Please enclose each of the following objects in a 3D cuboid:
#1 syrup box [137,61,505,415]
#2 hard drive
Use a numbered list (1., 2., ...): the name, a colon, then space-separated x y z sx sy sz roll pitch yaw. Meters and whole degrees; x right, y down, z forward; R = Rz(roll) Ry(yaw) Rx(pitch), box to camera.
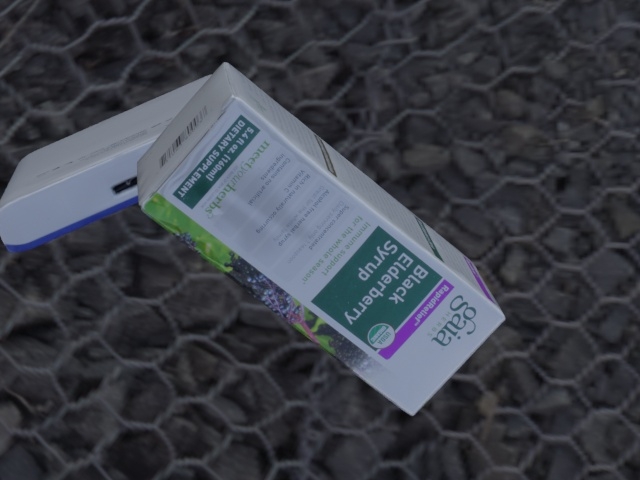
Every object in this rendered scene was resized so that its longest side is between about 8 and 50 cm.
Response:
1. syrup box: 0.000 0.000 1.048 0.237 0.096 0.093 39 101 -18
2. hard drive: -0.159 -0.072 1.342 0.210 0.319 0.040 -24 102 -3
